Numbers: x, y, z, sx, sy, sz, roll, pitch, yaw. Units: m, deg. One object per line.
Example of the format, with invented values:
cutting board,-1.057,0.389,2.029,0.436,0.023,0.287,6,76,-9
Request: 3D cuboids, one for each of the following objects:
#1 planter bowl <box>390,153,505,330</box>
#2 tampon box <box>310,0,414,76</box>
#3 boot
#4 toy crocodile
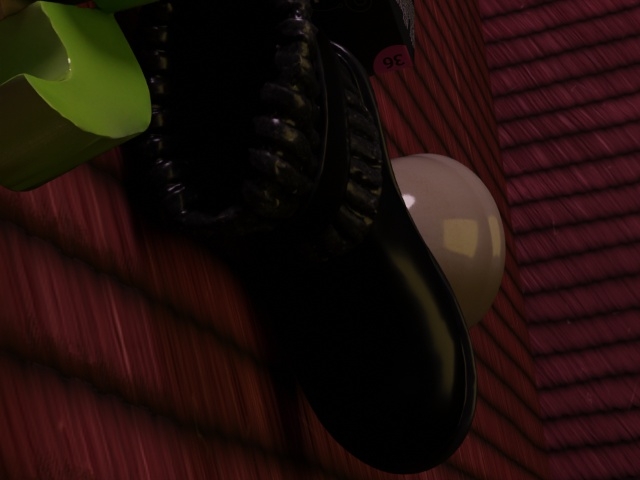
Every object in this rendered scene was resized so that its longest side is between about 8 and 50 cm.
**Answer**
planter bowl,0.055,0.008,0.921,0.109,0.162,0.162,-2,80,-48
tampon box,-0.003,-0.215,0.902,0.101,0.121,0.161,-84,156,-46
boot,-0.004,0.001,0.729,0.260,0.131,0.347,11,58,-79
toy crocodile,-0.139,-0.186,0.454,0.105,0.115,0.340,0,80,-72
